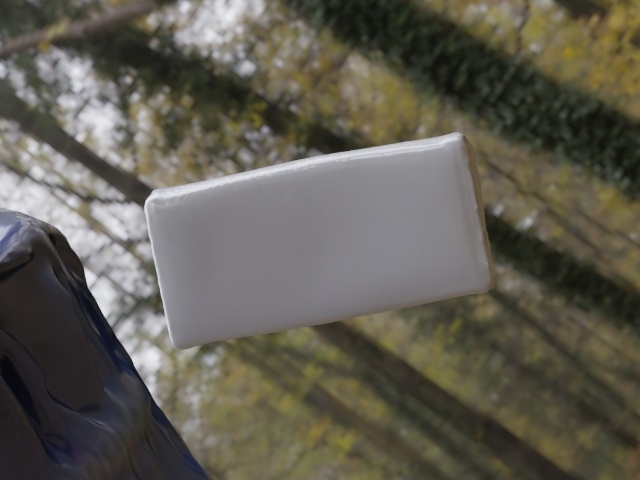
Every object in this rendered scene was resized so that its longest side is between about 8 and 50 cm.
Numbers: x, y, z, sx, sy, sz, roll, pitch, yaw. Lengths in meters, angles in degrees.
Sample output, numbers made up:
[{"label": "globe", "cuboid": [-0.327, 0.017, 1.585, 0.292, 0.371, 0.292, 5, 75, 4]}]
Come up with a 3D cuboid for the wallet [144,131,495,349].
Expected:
[{"label": "wallet", "cuboid": [0.000, 0.000, 0.614, 0.122, 0.061, 0.025, -11, -4, 9]}]

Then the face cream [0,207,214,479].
[{"label": "face cream", "cuboid": [-0.117, 0.139, 0.383, 0.249, 0.225, 0.249, -29, 13, 8]}]
